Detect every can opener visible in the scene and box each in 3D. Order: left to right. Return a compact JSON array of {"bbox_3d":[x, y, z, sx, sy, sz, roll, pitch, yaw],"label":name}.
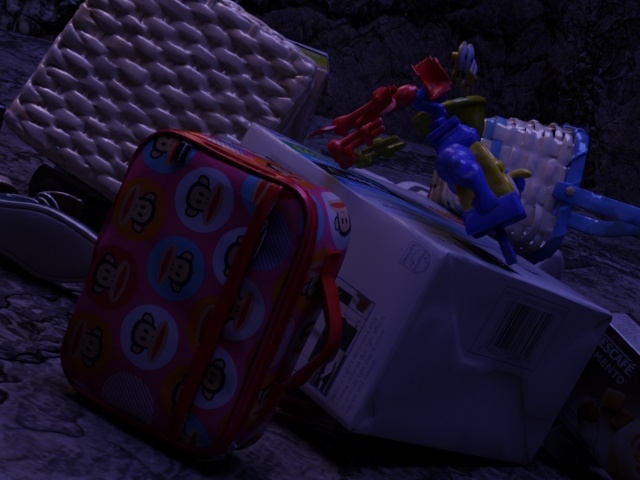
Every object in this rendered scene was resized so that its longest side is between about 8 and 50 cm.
[{"bbox_3d":[-0.299,-0.023,1.903,0.283,0.076,0.095,29,15,32],"label":"can opener"}]

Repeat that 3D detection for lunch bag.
[{"bbox_3d":[-0.100,0.059,1.354,0.258,0.293,0.120,25,8,24],"label":"lunch bag"}]

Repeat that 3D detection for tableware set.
[{"bbox_3d":[-0.395,-0.047,1.795,0.168,0.020,0.141,18,-25,-23],"label":"tableware set"}]

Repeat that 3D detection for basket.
[{"bbox_3d":[-0.213,-0.189,1.906,0.331,0.328,0.266,35,-1,-6],"label":"basket"},{"bbox_3d":[0.305,-0.058,1.905,0.288,0.201,0.255,14,-4,-10],"label":"basket"}]

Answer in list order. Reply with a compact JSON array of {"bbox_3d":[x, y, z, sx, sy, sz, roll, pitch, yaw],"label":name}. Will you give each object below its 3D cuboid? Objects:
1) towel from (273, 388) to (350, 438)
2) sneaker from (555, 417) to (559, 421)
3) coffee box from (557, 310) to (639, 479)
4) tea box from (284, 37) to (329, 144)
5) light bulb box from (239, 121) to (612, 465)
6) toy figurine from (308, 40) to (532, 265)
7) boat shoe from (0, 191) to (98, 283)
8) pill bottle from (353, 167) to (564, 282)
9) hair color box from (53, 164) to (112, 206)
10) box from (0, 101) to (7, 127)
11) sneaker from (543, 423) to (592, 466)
[{"bbox_3d":[-0.121,0.133,1.610,0.329,0.037,0.237,21,10,-7],"label":"towel"},{"bbox_3d":[0.312,0.190,1.958,0.139,0.125,0.340,-2,-6,42],"label":"sneaker"},{"bbox_3d":[0.396,0.217,1.673,0.098,0.141,0.246,5,39,-51],"label":"coffee box"},{"bbox_3d":[-0.141,-0.173,2.225,0.220,0.329,0.323,20,13,-4],"label":"tea box"},{"bbox_3d":[0.083,0.067,1.651,0.358,0.225,0.361,20,12,-47],"label":"light bulb box"},{"bbox_3d":[0.144,-0.057,1.527,0.217,0.191,0.362,60,6,7],"label":"toy figurine"},{"bbox_3d":[-0.367,-0.011,1.702,0.254,0.095,0.079,11,14,15],"label":"boat shoe"},{"bbox_3d":[0.174,0.032,2.132,0.361,0.204,0.204,27,13,27],"label":"pill bottle"},{"bbox_3d":[-0.329,-0.162,2.236,0.105,0.174,0.347,20,12,0],"label":"hair color box"},{"bbox_3d":[-0.508,-0.140,1.873,0.093,0.158,0.156,14,13,-31],"label":"box"},{"bbox_3d":[0.325,0.259,1.770,0.061,0.054,0.152,10,-1,44],"label":"sneaker"}]
